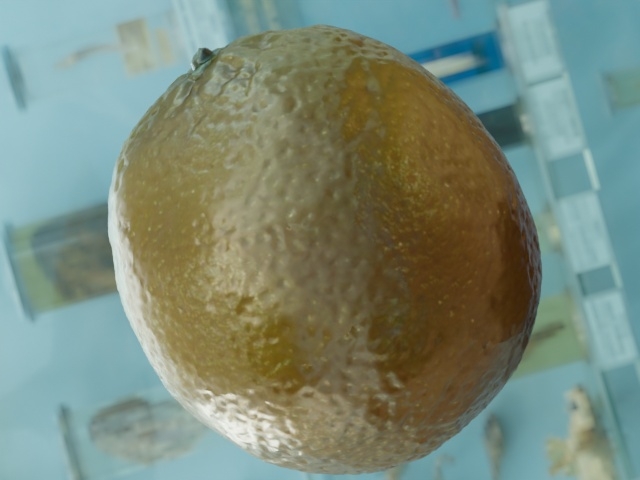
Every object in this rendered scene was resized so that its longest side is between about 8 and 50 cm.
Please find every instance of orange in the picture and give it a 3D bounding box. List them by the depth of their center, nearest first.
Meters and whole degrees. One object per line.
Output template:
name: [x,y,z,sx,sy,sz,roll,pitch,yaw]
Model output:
orange: [0.000,0.000,0.952,0.264,0.264,0.264,164,90,-89]
